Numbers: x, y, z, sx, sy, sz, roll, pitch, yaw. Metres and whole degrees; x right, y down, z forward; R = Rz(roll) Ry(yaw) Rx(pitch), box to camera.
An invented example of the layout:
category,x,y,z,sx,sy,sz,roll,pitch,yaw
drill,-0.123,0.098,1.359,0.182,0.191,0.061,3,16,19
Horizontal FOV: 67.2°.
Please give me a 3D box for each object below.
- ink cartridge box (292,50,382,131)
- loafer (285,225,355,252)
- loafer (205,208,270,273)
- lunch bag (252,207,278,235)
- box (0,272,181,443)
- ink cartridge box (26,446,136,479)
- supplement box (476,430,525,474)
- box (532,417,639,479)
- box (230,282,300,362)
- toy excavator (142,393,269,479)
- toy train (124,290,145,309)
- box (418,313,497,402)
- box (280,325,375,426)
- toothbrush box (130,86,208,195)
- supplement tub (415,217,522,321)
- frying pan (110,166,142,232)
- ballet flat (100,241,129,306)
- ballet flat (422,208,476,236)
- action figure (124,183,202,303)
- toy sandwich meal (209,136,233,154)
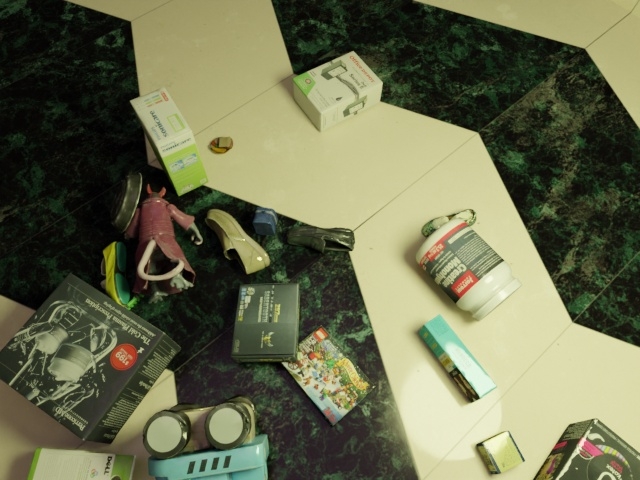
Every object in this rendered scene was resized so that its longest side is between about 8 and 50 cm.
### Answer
category,x,y,z,sx,sy,sz,roll,pitch,yaw
ink cartridge box,0.063,-0.556,1.789,0.273,0.114,0.198,-30,68,-14
loafer,0.000,0.000,1.539,0.223,0.076,0.078,2,56,-4
loafer,-0.278,0.004,1.520,0.268,0.102,0.092,40,64,16
lunch bag,-0.178,-0.067,1.557,0.067,0.098,0.065,5,61,7
box,-0.630,0.320,1.319,0.343,0.179,0.312,28,68,13
ink cartridge box,-0.598,0.633,1.213,0.255,0.097,0.188,4,64,-1
supplement box,0.478,0.564,1.281,0.083,0.056,0.083,-20,66,-11
box,0.662,0.611,1.212,0.165,0.143,0.270,39,70,17
box,-0.154,0.237,1.404,0.183,0.059,0.232,-1,56,5
toy excavator,-0.196,0.618,1.190,0.433,0.222,0.445,-6,78,-4
toy train,-0.565,0.180,1.473,0.017,0.023,0.083,38,69,16
box,0.383,0.335,1.368,0.060,0.100,0.244,-31,68,-13
box,0.017,0.381,1.371,0.159,0.044,0.233,-38,70,-17
toothbrush box,-0.485,-0.315,1.572,0.122,0.283,0.206,-29,67,-14
supplement tub,0.438,0.085,1.439,0.191,0.191,0.272,-34,69,-16
frying pan,-0.613,-0.174,1.536,0.053,0.197,0.326,18,48,-34
ballet flat,-0.638,0.109,1.485,0.077,0.077,0.231,-20,60,5
ballet flat,0.426,-0.064,1.583,0.188,0.070,0.070,-19,66,-9
action figure,-0.502,-0.011,1.437,0.248,0.275,0.370,-12,72,-2
toy sandwich meal,-0.356,-0.345,1.729,0.086,0.029,0.085,0,64,-1
